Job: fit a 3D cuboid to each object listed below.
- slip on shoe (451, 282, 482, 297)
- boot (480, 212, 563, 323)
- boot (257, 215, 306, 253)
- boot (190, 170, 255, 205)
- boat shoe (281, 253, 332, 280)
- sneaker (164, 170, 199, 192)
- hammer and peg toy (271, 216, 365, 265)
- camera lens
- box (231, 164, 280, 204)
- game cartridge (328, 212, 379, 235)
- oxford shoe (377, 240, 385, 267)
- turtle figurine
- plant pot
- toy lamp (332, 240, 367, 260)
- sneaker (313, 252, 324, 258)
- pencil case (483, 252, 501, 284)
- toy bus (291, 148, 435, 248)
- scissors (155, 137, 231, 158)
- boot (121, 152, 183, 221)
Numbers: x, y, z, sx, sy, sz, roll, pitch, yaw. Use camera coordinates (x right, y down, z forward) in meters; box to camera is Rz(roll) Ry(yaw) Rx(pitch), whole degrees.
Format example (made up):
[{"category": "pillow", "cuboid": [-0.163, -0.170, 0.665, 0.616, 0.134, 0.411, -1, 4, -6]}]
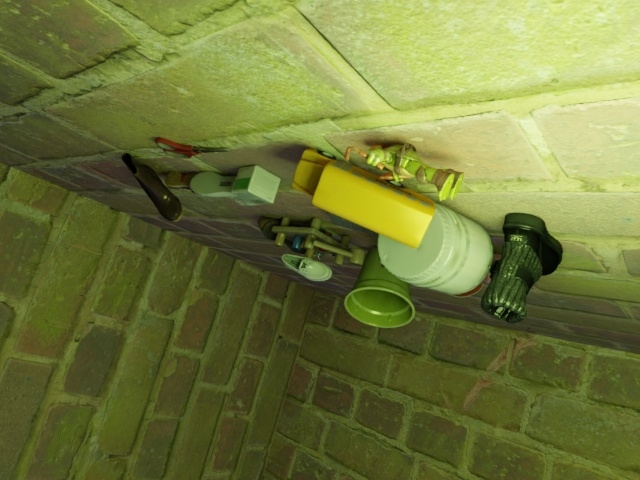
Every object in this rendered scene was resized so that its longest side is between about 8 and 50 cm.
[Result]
[{"category": "slip on shoe", "cuboid": [0.528, 0.151, 1.802, 0.331, 0.123, 0.101, 11, 167, -41]}, {"category": "boot", "cuboid": [0.542, 0.103, 1.281, 0.131, 0.260, 0.348, 6, 164, 41]}, {"category": "boot", "cuboid": [-0.145, -0.033, 2.077, 0.305, 0.112, 0.115, 26, -170, -41]}, {"category": "boot", "cuboid": [-0.313, -0.164, 1.618, 0.258, 0.095, 0.123, 9, 160, 26]}, {"category": "boat shoe", "cuboid": [-0.064, 0.111, 1.958, 0.226, 0.083, 0.076, 12, 167, 27]}, {"category": "sneaker", "cuboid": [-0.488, -0.205, 1.740, 0.185, 0.070, 0.084, 10, 162, 31]}, {"category": "hammer and peg toy", "cuboid": [0.000, 0.000, 1.890, 0.361, 0.127, 0.266, 4, 161, 46]}, {"category": "camera lens", "cuboid": [0.311, 0.022, 1.264, 0.219, 0.220, 0.274, 5, 172, 44]}, {"category": "box", "cuboid": [-0.198, -0.169, 1.461, 0.102, 0.087, 0.101, 27, 165, -38]}, {"category": "game cartridge", "cuboid": [0.132, -0.094, 1.442, 0.230, 0.068, 0.355, 19, 169, 9]}, {"category": "oxford shoe", "cuboid": [0.294, 0.046, 1.644, 0.271, 0.098, 0.097, -1, -177, -40]}, {"category": "turtle figurine", "cuboid": [0.186, -0.155, 0.997, 0.217, 0.087, 0.269, 27, -173, 26]}, {"category": "plant pot", "cuboid": [0.254, 0.171, 1.908, 0.276, 0.254, 0.276, 10, 141, 8]}, {"category": "toy lamp", "cuboid": [0.192, 0.072, 2.088, 0.274, 0.080, 0.080, 17, 169, 10]}, {"category": "sneaker", "cuboid": [-0.059, 0.040, 2.251, 0.192, 0.086, 0.064, 9, 166, 33]}, {"category": "pencil case", "cuboid": [0.499, 0.065, 1.537, 0.284, 0.124, 0.124, 22, 167, -24]}, {"category": "toy bus", "cuboid": [0.094, -0.103, 1.116, 0.332, 0.108, 0.130, 24, -158, 4]}, {"category": "scissors", "cuboid": [-0.365, -0.266, 1.420, 0.297, 0.021, 0.109, 11, 165, 22]}, {"category": "boot", "cuboid": [-0.615, -0.188, 1.723, 0.248, 0.090, 0.207, 51, 179, 24]}]
